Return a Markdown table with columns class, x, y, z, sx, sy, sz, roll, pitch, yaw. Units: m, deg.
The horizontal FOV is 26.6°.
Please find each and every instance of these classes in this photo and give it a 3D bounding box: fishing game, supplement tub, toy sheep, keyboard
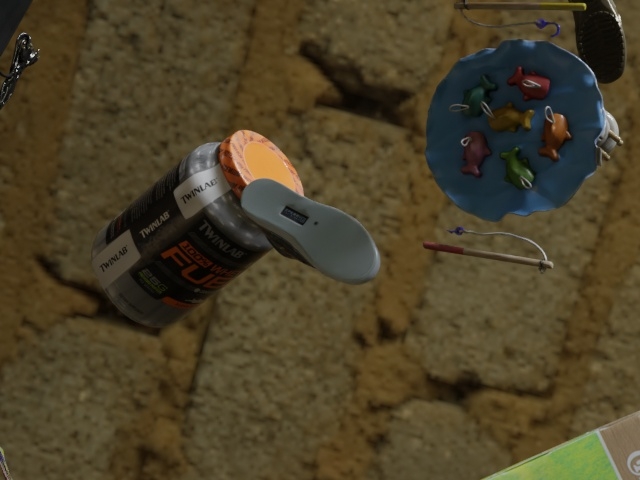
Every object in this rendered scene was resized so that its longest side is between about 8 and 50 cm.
| class | x | y | z | sx | sy | sz | roll | pitch | yaw |
| --- | --- | --- | --- | --- | --- | --- | --- | --- | --- |
| fishing game | 0.184 | -0.107 | 1.313 | 0.041 | 0.189 | 0.264 | 13 | 88 | -63 |
| supplement tub | -0.187 | -0.020 | 2.080 | 0.316 | 0.193 | 0.193 | -38 | -160 | 29 |
| toy sheep | 0.434 | -0.170 | 2.158 | 0.132 | 0.091 | 0.091 | 20 | 85 | -76 |
| keyboard | -0.463 | -0.259 | 1.854 | 0.201 | 0.033 | 0.317 | 71 | 34 | -51 |

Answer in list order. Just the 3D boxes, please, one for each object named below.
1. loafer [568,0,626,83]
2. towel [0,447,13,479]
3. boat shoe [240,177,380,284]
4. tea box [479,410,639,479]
| class | x | y | z | sx | sy | sz | roll | pitch | yaw |
| --- | --- | --- | --- | --- | --- | --- | --- | --- | --- |
| loafer | 0.308 | -0.245 | 1.507 | 0.050 | 0.056 | 0.148 | 2 | 74 | -66 |
| towel | -0.368 | 0.266 | 1.582 | 0.060 | 0.009 | 0.083 | 87 | -23 | -51 |
| boat shoe | 0.000 | 0.000 | 1.420 | 0.065 | 0.183 | 0.083 | -50 | 148 | -9 |
| tea box | 0.155 | 0.340 | 0.914 | 0.329 | 0.324 | 0.220 | 67 | 7 | 24 |
